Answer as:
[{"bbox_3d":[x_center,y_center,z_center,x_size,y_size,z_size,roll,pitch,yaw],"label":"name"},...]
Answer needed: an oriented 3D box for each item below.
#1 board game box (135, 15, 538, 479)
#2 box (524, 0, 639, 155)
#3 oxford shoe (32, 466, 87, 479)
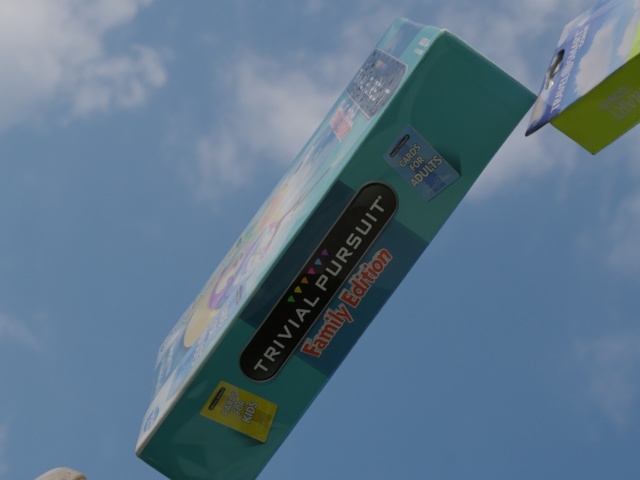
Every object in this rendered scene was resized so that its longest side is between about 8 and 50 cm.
[{"bbox_3d":[0.000,0.000,0.993,0.079,0.254,0.336,34,-83,-9],"label":"board game box"},{"bbox_3d":[0.198,-0.125,0.799,0.042,0.109,0.178,35,-37,-13],"label":"box"},{"bbox_3d":[-0.088,0.286,0.790,0.123,0.130,0.348,-15,-71,22],"label":"oxford shoe"}]
